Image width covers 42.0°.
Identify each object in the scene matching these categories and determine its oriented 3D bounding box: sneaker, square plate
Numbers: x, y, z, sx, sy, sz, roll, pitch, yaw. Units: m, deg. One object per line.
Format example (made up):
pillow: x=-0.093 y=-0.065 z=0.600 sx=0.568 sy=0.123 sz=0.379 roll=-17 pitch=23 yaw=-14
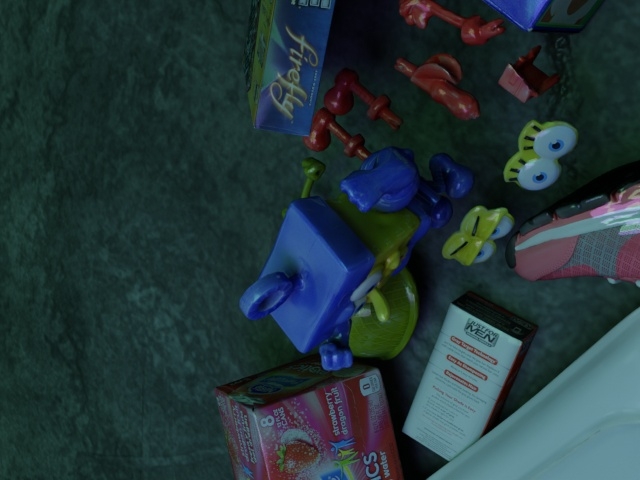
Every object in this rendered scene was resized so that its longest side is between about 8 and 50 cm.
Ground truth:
sneaker: x=0.264 y=0.005 z=0.557 sx=0.314 sy=0.116 sz=0.136 roll=-20 pitch=94 yaw=46
square plate: x=0.263 y=0.266 z=0.635 sx=0.344 sy=0.049 sz=0.347 roll=44 pitch=131 yaw=10

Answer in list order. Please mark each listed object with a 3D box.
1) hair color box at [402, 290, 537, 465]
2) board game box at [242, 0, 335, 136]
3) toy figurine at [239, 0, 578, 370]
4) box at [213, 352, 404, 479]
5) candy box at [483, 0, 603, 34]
hair color box: x=0.130 y=0.125 z=0.738 sx=0.072 sy=0.043 sz=0.141 roll=29 pitch=118 yaw=25
board game box: x=-0.026 y=-0.194 z=0.661 sx=0.042 sy=0.243 sz=0.165 roll=8 pitch=111 yaw=-10
toy figurine: x=0.000 y=0.000 z=0.631 sx=0.191 sy=0.217 sz=0.362 roll=45 pitch=140 yaw=13
box: x=0.001 y=0.247 z=0.781 sx=0.123 sy=0.128 sz=0.256 roll=2 pitch=105 yaw=65
candy box: x=0.153 y=-0.346 z=0.555 sx=0.268 sy=0.122 sz=0.317 roll=44 pitch=124 yaw=17
